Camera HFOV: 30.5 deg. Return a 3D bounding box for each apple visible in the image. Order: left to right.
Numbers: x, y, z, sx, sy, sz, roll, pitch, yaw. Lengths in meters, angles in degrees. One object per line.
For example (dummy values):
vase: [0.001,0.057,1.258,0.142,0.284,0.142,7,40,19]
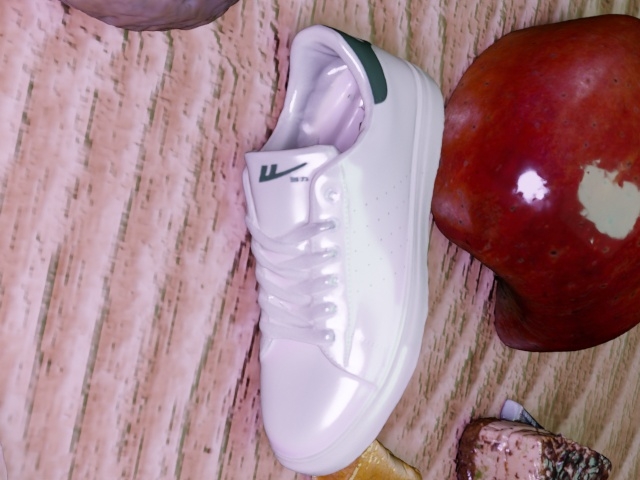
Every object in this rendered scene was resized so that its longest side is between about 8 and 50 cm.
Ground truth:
apple: [0.276,-0.067,1.264,0.365,0.295,0.329,-50,167,-32]

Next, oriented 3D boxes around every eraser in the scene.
eraser: [0.233,0.211,1.328,0.099,0.019,0.027,45,62,-44]

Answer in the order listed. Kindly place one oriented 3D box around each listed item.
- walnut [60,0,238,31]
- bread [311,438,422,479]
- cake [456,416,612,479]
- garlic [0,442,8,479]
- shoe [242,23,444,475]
walnut: [-0.106,-0.223,0.761,0.230,0.178,0.178,6,91,-61]
bread: [0.044,0.220,1.083,0.132,0.053,0.074,42,68,-44]
cake: [0.186,0.302,1.219,0.135,0.112,0.246,35,76,-35]
garlic: [-0.257,0.195,0.612,0.292,0.210,0.238,-21,118,-56]
shoe: [0.000,0.000,0.942,0.160,0.131,0.363,28,70,-49]
